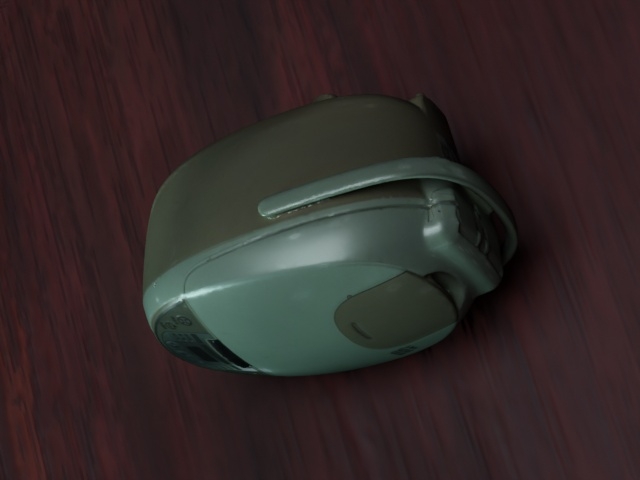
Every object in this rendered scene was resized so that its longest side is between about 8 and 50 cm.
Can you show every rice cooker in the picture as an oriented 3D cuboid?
[{"bbox_3d":[0.000,0.000,1.076,0.206,0.145,0.127,-23,57,17],"label":"rice cooker"}]
